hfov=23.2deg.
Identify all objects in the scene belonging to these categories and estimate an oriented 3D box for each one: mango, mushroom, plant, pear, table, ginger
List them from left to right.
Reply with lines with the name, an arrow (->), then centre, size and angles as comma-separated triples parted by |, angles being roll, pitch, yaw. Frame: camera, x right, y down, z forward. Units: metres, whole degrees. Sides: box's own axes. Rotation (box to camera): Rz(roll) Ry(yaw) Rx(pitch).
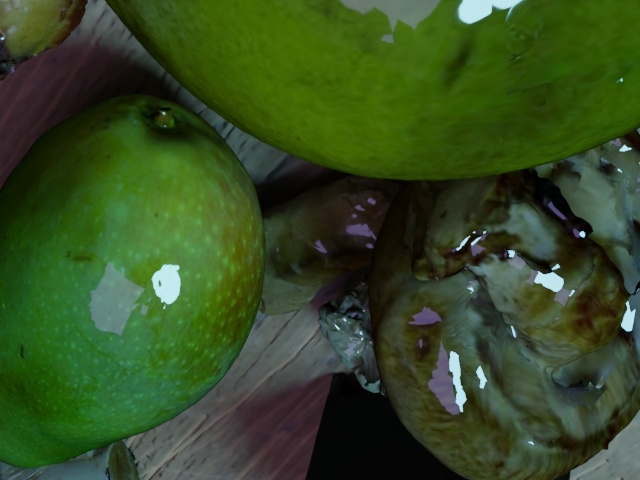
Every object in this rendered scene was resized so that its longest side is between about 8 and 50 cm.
mango -> -0.175, 0.052, 1.192 | 0.225, 0.201, 0.382 | 52, 131, 14
ginger -> 0.001, 0.002, 1.203 | 0.190, 0.069, 0.095 | -22, 114, 30
plant -> 0.055, 0.093, 1.227 | 0.104, 0.122, 0.116 | -38, 138, 27
pear -> 0.052, -0.196, 0.870 | 0.413, 0.352, 0.352 | 9, 130, -3
table -> 0.099, 0.218, 1.274 | 0.169, 0.193, 0.172 | -14, 124, 23
mushroom -> 0.135, 0.023, 1.077 | 0.195, 0.263, 0.283 | 35, 164, 28

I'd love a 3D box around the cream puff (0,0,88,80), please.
cream puff -> -0.255, -0.219, 1.030 | 0.240, 0.164, 0.240 | -1, 123, -2

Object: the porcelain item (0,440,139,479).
porcelain item -> -0.279, 0.224, 1.466 | 0.213, 0.054, 0.084 | -5, 125, 19
